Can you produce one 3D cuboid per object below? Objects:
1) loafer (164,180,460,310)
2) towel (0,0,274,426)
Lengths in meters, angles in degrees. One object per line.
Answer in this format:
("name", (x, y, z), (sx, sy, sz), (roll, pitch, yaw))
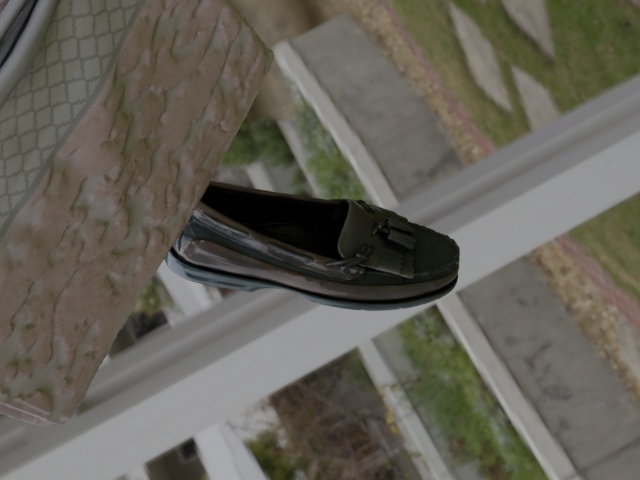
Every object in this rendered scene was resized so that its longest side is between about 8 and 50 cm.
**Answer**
("loafer", (0.000, 0.000, 1.010), (0.096, 0.268, 0.084), (-97, 16, -47))
("towel", (-0.160, -0.045, 0.753), (0.053, 0.331, 0.317), (28, 173, 19))
